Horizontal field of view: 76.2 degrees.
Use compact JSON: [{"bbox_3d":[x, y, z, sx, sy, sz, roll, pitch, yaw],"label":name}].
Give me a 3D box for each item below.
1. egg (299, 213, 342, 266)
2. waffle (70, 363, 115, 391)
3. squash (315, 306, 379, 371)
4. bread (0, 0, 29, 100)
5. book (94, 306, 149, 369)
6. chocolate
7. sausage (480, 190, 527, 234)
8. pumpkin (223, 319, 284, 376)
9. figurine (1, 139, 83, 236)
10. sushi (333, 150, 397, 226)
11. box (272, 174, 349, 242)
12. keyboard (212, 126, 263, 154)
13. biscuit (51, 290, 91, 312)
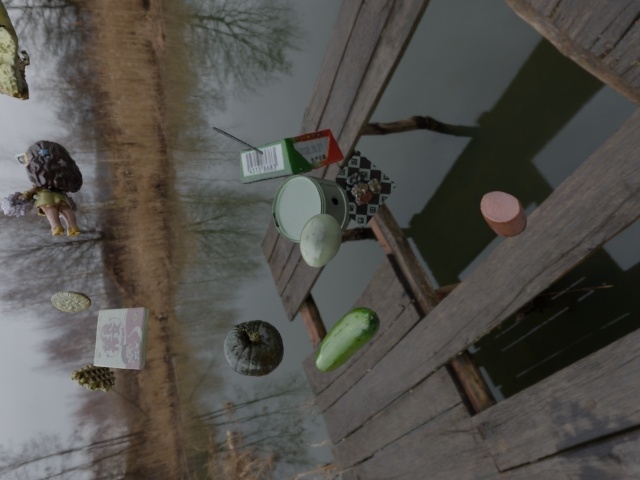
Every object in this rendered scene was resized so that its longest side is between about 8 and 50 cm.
[{"bbox_3d":[0.000,0.000,1.127,0.114,0.114,0.152,15,87,63],"label":"egg"},{"bbox_3d":[-0.840,0.497,1.517,0.046,0.161,0.192,-51,27,-5],"label":"waffle"},{"bbox_3d":[0.058,0.230,0.952,0.082,0.082,0.292,67,148,28],"label":"squash"},{"bbox_3d":[-0.530,-0.293,0.615,0.127,0.152,0.147,59,142,25],"label":"bread"},{"bbox_3d":[-0.559,0.272,1.142,0.232,0.022,0.162,-8,75,33],"label":"book"},{"bbox_3d":[-0.143,-0.374,1.829,0.361,0.341,0.161,-1,109,43],"label":"chocolate"},{"bbox_3d":[0.557,-0.072,1.227,0.114,0.259,0.113,-7,76,30],"label":"sausage"},{"bbox_3d":[-0.242,0.391,1.498,0.223,0.224,0.157,56,145,42],"label":"pumpkin"},{"bbox_3d":[-0.642,-0.122,0.974,0.116,0.175,0.239,-15,82,20],"label":"figurine"},{"bbox_3d":[0.167,-0.204,1.621,0.220,0.231,0.047,39,174,-12],"label":"sushi"},{"bbox_3d":[-0.035,-0.104,1.392,0.226,0.150,0.225,0,89,39],"label":"box"},{"bbox_3d":[-0.232,-0.281,1.153,0.010,0.155,0.053,-63,14,7],"label":"keyboard"},{"bbox_3d":[-1.044,0.259,1.710,0.152,0.152,0.020,109,157,-43],"label":"biscuit"}]
